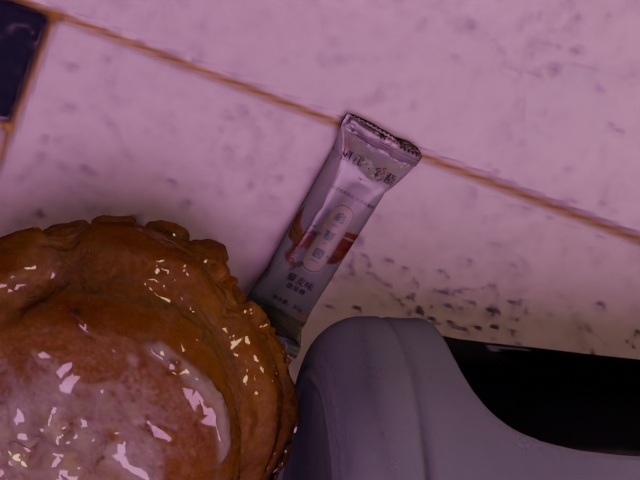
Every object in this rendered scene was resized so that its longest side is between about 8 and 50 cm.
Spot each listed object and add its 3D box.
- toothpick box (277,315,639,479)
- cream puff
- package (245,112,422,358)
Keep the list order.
[{"bbox_3d":[0.165,0.167,0.636,0.355,0.263,0.263,3,116,-8],"label":"toothpick box"},{"bbox_3d":[-0.091,0.058,0.628,0.165,0.115,0.150,24,110,-2],"label":"cream puff"},{"bbox_3d":[0.000,0.000,0.665,0.037,0.015,0.110,27,109,-11],"label":"package"}]
